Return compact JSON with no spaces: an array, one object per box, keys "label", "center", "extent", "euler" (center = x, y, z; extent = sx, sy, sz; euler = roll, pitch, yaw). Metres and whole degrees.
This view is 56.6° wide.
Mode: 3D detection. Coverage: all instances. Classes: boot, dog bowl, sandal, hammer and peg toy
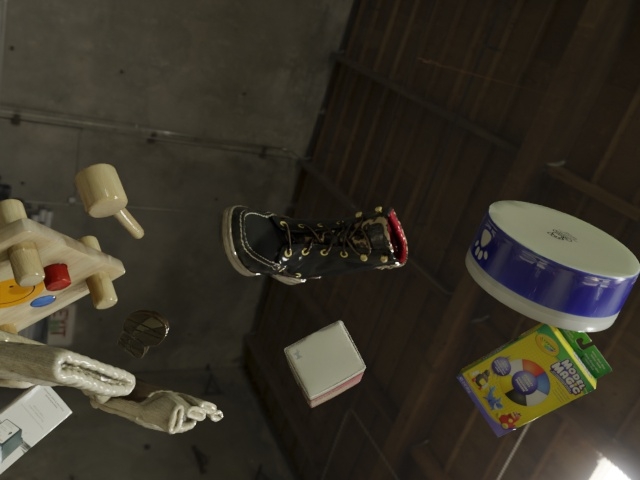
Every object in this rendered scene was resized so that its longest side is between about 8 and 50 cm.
[{"label":"boot","center":[0.000,0.000,1.164],"extent":[0.284,0.377,0.138],"euler":[-9,-109,19]},{"label":"dog bowl","center":[0.391,0.035,1.016],"extent":[0.265,0.264,0.104],"euler":[49,-49,49]},{"label":"sandal","center":[-0.377,0.193,1.278],"extent":[0.219,0.090,0.060],"euler":[-48,-172,50]},{"label":"hammer and peg toy","center":[-0.412,0.048,0.888],"extent":[0.127,0.361,0.266],"euler":[63,3,20]}]

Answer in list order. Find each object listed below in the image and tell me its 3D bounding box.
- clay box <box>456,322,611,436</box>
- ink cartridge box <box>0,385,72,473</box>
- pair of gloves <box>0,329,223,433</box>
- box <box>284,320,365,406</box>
[{"label":"clay box","center":[0.362,0.229,1.019],"extent":[0.222,0.053,0.127],"euler":[-40,-102,28]},{"label":"ink cartridge box","center":[-0.531,0.330,0.998],"extent":[0.082,0.190,0.139],"euler":[51,-34,-8]},{"label":"pair of gloves","center":[-0.207,0.115,0.490],"extent":[0.204,0.240,0.042],"euler":[10,-109,22]},{"label":"box","center":[0.010,0.301,1.420],"extent":[0.127,0.148,0.232],"euler":[61,-10,18]}]
